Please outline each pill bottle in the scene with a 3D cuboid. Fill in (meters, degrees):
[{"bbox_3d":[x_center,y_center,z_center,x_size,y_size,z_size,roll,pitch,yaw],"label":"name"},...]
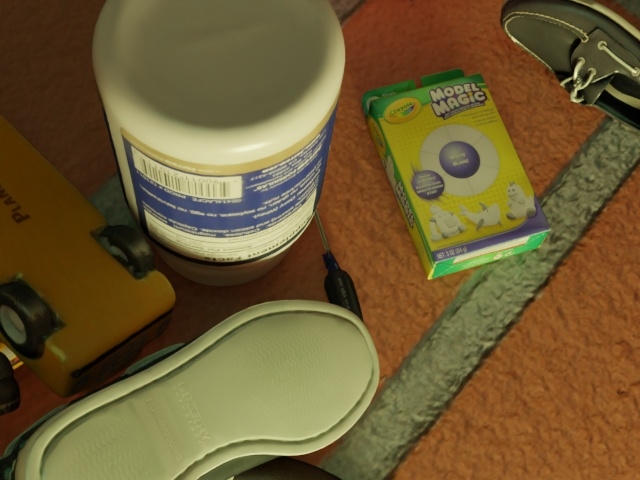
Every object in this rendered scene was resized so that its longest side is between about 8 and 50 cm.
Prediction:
[{"bbox_3d":[-0.070,-0.069,0.716,0.153,0.264,0.153,2,67,-5],"label":"pill bottle"}]

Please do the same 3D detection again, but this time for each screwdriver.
[{"bbox_3d":[0.000,0.000,0.827,0.025,0.024,0.169,-30,62,15],"label":"screwdriver"}]

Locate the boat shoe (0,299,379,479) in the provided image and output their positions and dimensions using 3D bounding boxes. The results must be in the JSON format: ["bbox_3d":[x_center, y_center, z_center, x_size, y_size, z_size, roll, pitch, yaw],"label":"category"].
[{"bbox_3d":[-0.085,0.118,0.697,0.303,0.091,0.114,-12,81,-43],"label":"boat shoe"}]

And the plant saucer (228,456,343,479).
[{"bbox_3d":[-0.060,0.291,0.680,0.311,0.050,0.310,2,68,-4],"label":"plant saucer"}]

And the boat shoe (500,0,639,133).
[{"bbox_3d":[0.243,-0.147,0.876,0.206,0.075,0.065,29,65,3],"label":"boat shoe"}]

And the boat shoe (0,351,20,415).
[{"bbox_3d":[-0.343,0.188,0.660,0.356,0.132,0.130,-28,89,3],"label":"boat shoe"}]

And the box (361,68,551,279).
[{"bbox_3d":[0.109,-0.066,0.849,0.105,0.043,0.179,-16,67,-11],"label":"box"}]

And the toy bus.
[{"bbox_3d":[-0.260,-0.017,0.743,0.333,0.130,0.108,43,47,13],"label":"toy bus"}]
